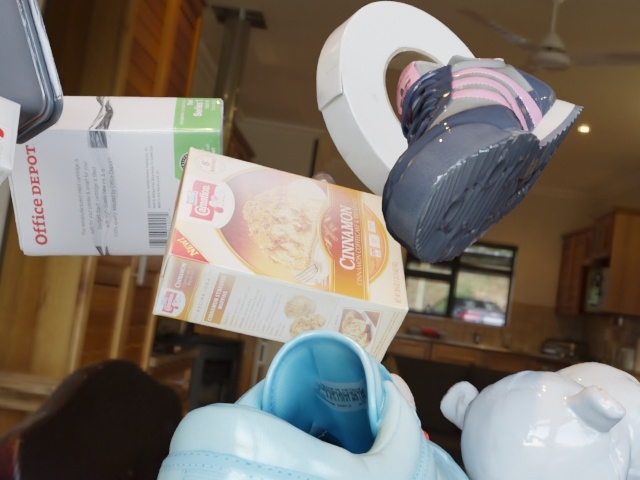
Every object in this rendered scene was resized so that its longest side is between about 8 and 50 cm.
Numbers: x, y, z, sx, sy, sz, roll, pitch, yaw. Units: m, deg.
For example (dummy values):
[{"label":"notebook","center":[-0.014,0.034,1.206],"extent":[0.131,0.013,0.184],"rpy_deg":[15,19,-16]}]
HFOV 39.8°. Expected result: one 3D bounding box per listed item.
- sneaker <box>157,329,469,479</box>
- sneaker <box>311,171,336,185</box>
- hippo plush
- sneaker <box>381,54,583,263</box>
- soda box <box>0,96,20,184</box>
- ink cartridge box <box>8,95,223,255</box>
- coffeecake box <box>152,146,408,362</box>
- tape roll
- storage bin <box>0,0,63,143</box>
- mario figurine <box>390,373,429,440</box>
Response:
[{"label":"sneaker","center":[0.025,0.125,0.491],"extent":[0.135,0.150,0.366],"rpy_deg":[6,-1,16]},{"label":"sneaker","center":[0.000,0.000,0.885],"extent":[0.061,0.158,0.065],"rpy_deg":[12,40,1]},{"label":"hippo plush","center":[0.156,0.214,0.651],"extent":[0.294,0.237,0.234],"rpy_deg":[-8,-9,-43]},{"label":"sneaker","center":[0.093,-0.076,0.653],"extent":[0.131,0.112,0.319],"rpy_deg":[37,25,14]},{"label":"soda box","center":[-0.323,-0.039,0.713],"extent":[0.073,0.069,0.216],"rpy_deg":[21,-41,-35]},{"label":"ink cartridge box","center":[-0.217,-0.070,0.966],"extent":[0.219,0.160,0.093],"rpy_deg":[1,34,-6]},{"label":"coffeecake box","center":[-0.031,0.010,0.721],"extent":[0.185,0.068,0.142],"rpy_deg":[13,38,-11]},{"label":"tape roll","center":[0.165,-0.227,1.526],"extent":[0.392,0.392,0.072],"rpy_deg":[11,-26,-35]},{"label":"storage bin","center":[-0.295,-0.153,0.747],"extent":[0.098,0.135,0.091],"rpy_deg":[-21,-9,35]},{"label":"mario figurine","center":[0.047,0.268,0.934],"extent":[0.320,0.198,0.170],"rpy_deg":[47,13,-10]}]
